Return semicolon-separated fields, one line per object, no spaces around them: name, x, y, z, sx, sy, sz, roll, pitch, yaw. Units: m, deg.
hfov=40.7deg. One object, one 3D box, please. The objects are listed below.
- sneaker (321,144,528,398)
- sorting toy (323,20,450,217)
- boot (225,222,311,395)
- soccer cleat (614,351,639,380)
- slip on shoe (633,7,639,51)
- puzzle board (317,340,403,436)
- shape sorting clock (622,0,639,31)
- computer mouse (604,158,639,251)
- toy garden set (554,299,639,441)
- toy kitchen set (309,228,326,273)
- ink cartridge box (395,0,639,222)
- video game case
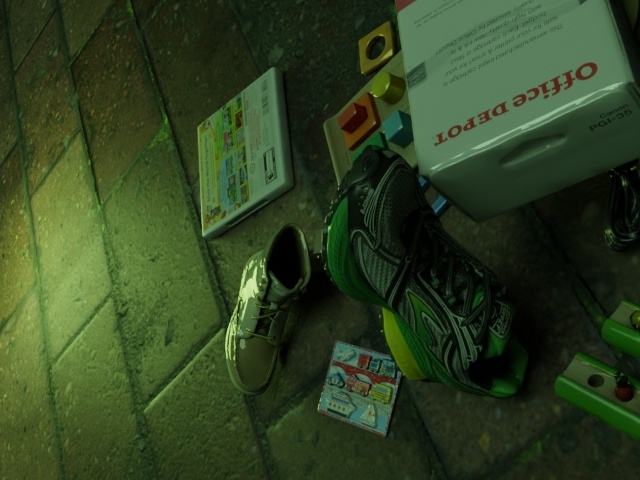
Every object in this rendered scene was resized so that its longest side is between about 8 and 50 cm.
sneaker;0.119;0.036;0.853;0.146;0.343;0.134;11;60;40
sorting toy;0.081;-0.159;1.172;0.196;0.047;0.347;-38;49;32
boot;-0.070;0.094;1.169;0.165;0.077;0.213;136;144;-64
soccer cleat;0.363;0.155;0.694;0.121;0.093;0.289;-48;45;14
slip on shoe;0.359;-0.230;0.896;0.135;0.041;0.051;3;76;49
puzzle board;0.049;0.185;1.092;0.128;0.011;0.096;9;81;50
shape sorting clock;0.249;-0.243;0.964;0.206;0.040;0.206;-15;59;26
computer mouse;0.350;-0.106;0.788;0.272;0.072;0.188;131;143;-70
toy garden set;0.342;0.072;0.687;0.244;0.049;0.204;-43;44;-20
toy kitchen set;0.000;0.000;1.173;0.083;0.075;0.068;-11;65;41
ink cartridge box;0.195;-0.186;0.854;0.207;0.117;0.283;-24;53;29
video game case;-0.128;-0.142;1.415;0.206;0.026;0.227;-30;55;37
